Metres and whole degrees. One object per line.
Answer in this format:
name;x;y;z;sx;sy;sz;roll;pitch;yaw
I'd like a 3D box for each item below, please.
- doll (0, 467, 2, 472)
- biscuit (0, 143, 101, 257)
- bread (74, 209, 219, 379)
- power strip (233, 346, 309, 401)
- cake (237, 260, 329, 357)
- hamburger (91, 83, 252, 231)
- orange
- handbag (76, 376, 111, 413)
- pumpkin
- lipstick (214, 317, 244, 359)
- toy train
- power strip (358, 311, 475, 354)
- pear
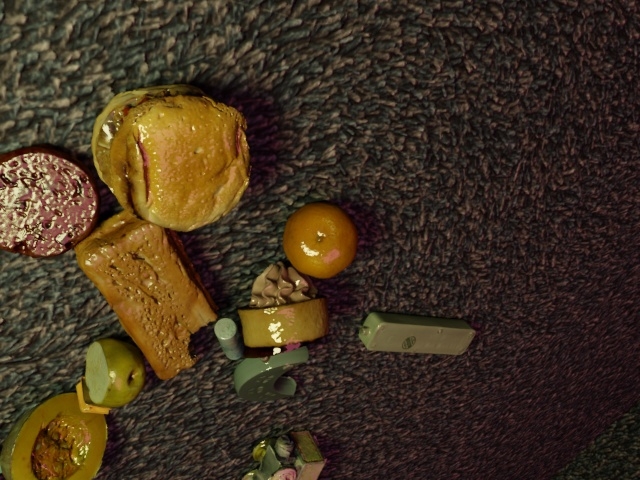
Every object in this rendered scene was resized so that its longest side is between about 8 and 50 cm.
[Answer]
doll;-0.661;0.468;1.193;0.159;0.059;0.158;-64;146;-14
biscuit;-0.460;-0.062;0.962;0.192;0.049;0.192;-6;106;-21
bread;-0.311;0.105;1.138;0.185;0.109;0.380;-31;132;-16
power strip;-0.116;0.307;1.355;0.167;0.054;0.253;-10;148;-16
cake;-0.089;0.138;1.243;0.207;0.185;0.178;-18;92;-15
hamburger;-0.245;-0.144;0.975;0.244;0.163;0.244;-15;121;-27
orange;0.000;0.000;1.215;0.159;0.159;0.136;-39;174;0
handbag;-0.465;0.320;1.209;0.061;0.083;0.027;22;109;-40
pumpkin;-0.556;0.420;1.199;0.110;0.217;0.217;-6;136;26
lipstick;-0.194;0.214;1.266;0.048;0.048;0.158;-25;156;-12
toy train;-0.102;0.638;1.584;0.177;0.134;0.261;7;117;-32
power strip;0.256;0.249;1.568;0.385;0.062;0.091;10;116;-34
pear;-0.402;0.261;1.178;0.104;0.141;0.141;1;121;-47
